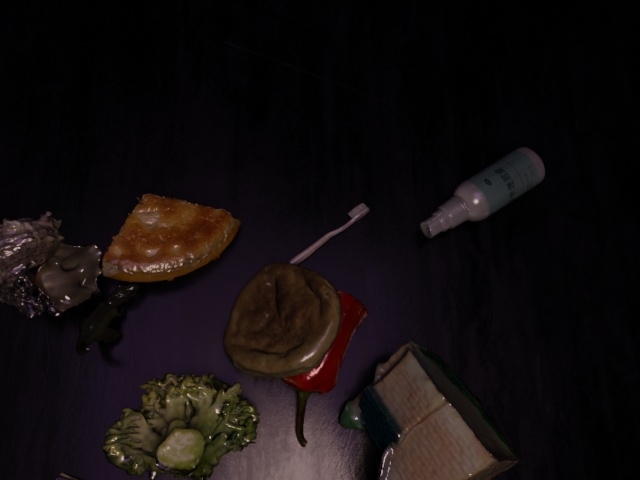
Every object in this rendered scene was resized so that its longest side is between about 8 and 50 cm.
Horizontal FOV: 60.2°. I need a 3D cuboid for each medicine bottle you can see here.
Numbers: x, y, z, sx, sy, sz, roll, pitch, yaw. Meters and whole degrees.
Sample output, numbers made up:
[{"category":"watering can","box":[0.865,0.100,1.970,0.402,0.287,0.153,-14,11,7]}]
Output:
[{"category":"medicine bottle","box":[0.405,-0.112,1.404,0.352,0.110,0.110,-31,79,-15]}]

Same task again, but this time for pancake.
[{"category":"pancake","box":[-0.089,0.173,1.215,0.295,0.049,0.294,-14,53,19]}]

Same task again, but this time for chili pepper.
[{"category":"chili pepper","box":[-0.018,0.272,1.227,0.135,0.131,0.338,24,73,11]}]

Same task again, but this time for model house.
[{"category":"model house","box":[0.202,0.416,1.175,0.284,0.243,0.298,-42,53,9]}]

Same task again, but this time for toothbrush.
[{"category":"toothbrush","box":[0.000,0.000,1.367,0.307,0.025,0.029,-37,72,-16]}]

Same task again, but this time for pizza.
[{"category":"pizza","box":[-0.356,-0.015,1.294,0.336,0.086,0.226,-24,65,-23]}]

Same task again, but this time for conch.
[{"category":"conch","box":[-0.606,0.038,1.170,0.240,0.313,0.186,-49,42,17]}]

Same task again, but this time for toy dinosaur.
[{"category":"toy dinosaur","box":[-0.474,0.157,1.183,0.087,0.179,0.187,21,69,-1]}]

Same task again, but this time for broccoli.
[{"category":"broccoli","box":[-0.279,0.377,1.101,0.288,0.245,0.248,-42,88,-17]}]

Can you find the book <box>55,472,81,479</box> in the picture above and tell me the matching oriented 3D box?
[{"category":"book","box":[-0.513,0.615,1.117,0.158,0.026,0.231,21,71,0]}]
